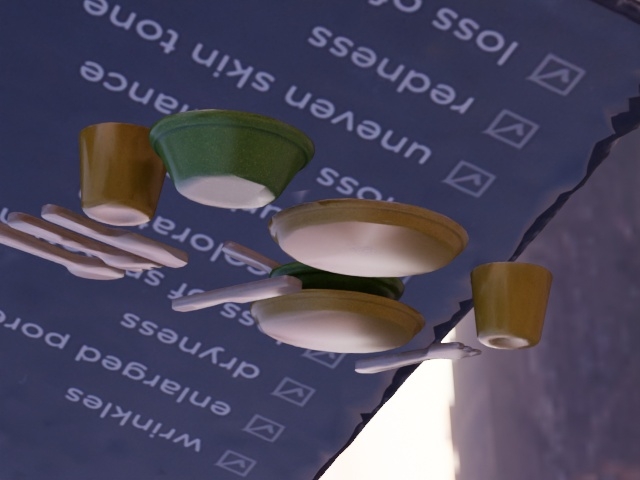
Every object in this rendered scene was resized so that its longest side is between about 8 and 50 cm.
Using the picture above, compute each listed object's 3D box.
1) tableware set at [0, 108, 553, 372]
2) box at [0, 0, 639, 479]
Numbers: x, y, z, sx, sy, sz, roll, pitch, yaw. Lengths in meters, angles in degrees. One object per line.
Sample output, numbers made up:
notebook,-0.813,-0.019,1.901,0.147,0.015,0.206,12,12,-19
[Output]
tableware set,0.000,0.000,0.505,0.154,0.104,0.024,23,-116,-42
box,-0.160,-0.124,0.799,0.472,0.480,0.297,-53,18,45
